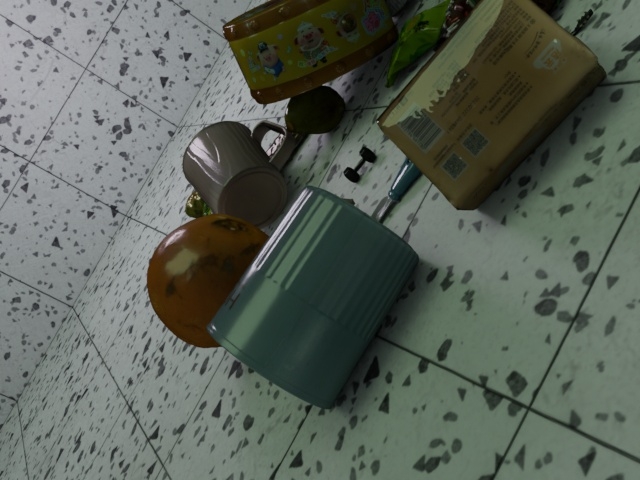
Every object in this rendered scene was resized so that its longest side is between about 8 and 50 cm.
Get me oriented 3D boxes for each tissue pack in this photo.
[{"bbox_3d":[0.287,-0.226,1.261,0.305,0.238,0.239,-49,26,21],"label":"tissue pack"}]

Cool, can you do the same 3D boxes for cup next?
[{"bbox_3d":[-0.202,-0.185,2.075,0.288,0.208,0.273,-25,42,-13],"label":"cup"},{"bbox_3d":[0.009,0.103,1.371,0.256,0.331,0.311,32,88,33],"label":"cup"}]

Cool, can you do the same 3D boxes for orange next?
[{"bbox_3d":[-0.231,0.092,1.720,0.312,0.312,0.312,-44,28,30],"label":"orange"}]

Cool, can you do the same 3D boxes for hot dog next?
[{"bbox_3d":[0.191,-0.675,2.097,0.144,0.075,0.268,-49,22,10],"label":"hot dog"}]

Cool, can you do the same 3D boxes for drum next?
[{"bbox_3d":[-0.023,-0.531,1.957,0.430,0.214,0.431,-23,19,8],"label":"drum"}]

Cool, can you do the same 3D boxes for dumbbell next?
[{"bbox_3d":[0.088,-0.170,1.738,0.083,0.040,0.036,-51,-8,17],"label":"dumbbell"}]

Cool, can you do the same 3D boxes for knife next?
[{"bbox_3d":[0.133,-0.072,1.557,0.244,0.032,0.058,-56,26,15],"label":"knife"}]

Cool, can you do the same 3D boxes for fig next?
[{"bbox_3d":[-0.026,-0.346,2.027,0.165,0.154,0.144,-30,-10,-31],"label":"fig"}]

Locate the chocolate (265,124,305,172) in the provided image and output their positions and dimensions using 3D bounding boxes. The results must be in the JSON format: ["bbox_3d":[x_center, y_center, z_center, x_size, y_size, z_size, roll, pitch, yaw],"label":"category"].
[{"bbox_3d":[-0.129,-0.241,2.210,0.329,0.065,0.102,-53,24,7],"label":"chocolate"}]

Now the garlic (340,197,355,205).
[{"bbox_3d":[0.000,0.000,1.624,0.131,0.127,0.194,6,86,60],"label":"garlic"}]

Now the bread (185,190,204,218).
[{"bbox_3d":[-0.353,-0.155,2.510,0.269,0.087,0.098,-36,33,39],"label":"bread"}]

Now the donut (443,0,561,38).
[{"bbox_3d":[0.348,-0.459,1.484,0.269,0.103,0.270,-41,28,28],"label":"donut"}]

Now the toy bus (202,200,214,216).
[{"bbox_3d":[-0.307,-0.079,2.329,0.101,0.088,0.175,-47,27,27],"label":"toy bus"}]

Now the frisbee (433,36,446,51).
[{"bbox_3d":[0.311,-0.462,1.685,0.187,0.012,0.211,-28,39,50],"label":"frisbee"}]

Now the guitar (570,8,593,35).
[{"bbox_3d":[0.384,-0.320,1.357,0.233,0.025,0.088,-43,27,32],"label":"guitar"}]

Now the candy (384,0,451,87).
[{"bbox_3d":[0.225,-0.474,1.786,0.246,0.069,0.149,-35,28,43],"label":"candy"}]
